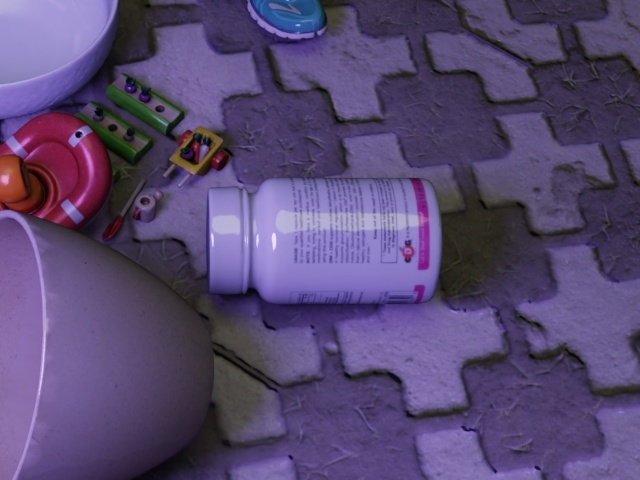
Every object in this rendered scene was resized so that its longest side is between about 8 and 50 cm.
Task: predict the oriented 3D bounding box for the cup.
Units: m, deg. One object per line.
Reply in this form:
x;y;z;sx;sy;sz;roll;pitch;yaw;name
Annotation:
-0.260;0.146;1.459;0.237;0.331;0.331;9;52;-33;cup

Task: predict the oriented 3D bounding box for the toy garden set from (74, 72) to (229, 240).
-0.263;-0.109;1.753;0.204;0.049;0.244;33;59;14;toy garden set

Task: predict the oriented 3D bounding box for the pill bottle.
0.000;0.000;1.648;0.283;0.160;0.160;0;57;-7;pill bottle

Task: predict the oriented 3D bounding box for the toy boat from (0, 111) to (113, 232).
-0.368;-0.064;1.617;0.231;0.151;0.151;-42;79;-9;toy boat

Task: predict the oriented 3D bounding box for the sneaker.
-0.067;-0.408;1.939;0.107;0.110;0.275;-15;61;-17;sneaker

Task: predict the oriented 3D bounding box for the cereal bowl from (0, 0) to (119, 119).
-0.445;-0.293;1.796;0.339;0.141;0.339;4;57;-6;cereal bowl
